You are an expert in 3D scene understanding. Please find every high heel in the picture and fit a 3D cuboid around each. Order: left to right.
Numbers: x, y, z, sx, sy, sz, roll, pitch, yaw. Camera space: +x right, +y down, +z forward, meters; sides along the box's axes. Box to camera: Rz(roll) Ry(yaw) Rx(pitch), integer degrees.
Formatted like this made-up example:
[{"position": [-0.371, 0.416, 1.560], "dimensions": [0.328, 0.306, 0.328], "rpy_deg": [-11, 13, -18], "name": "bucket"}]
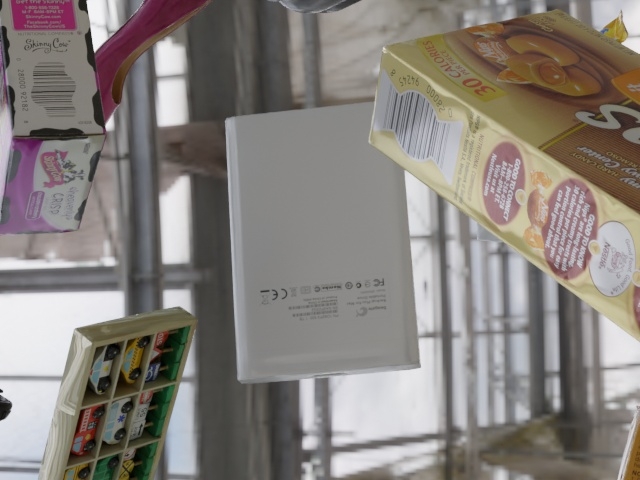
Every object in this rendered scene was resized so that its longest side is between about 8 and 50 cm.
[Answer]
[{"position": [-0.208, -0.214, 1.581], "dimensions": [0.082, 0.117, 0.244], "rpy_deg": [-78, 9, -80], "name": "high heel"}]

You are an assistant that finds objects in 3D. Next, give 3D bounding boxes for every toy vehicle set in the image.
[{"position": [-0.248, 0.212, 1.606], "dimensions": [0.166, 0.035, 0.267], "rpy_deg": [-12, -54, -48], "name": "toy vehicle set"}]

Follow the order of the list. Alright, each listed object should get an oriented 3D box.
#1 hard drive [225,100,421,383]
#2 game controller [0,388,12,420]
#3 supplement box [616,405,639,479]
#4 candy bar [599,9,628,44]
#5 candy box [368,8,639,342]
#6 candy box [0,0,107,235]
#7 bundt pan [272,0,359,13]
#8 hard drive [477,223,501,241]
[{"position": [0.000, 0.000, 1.511], "dimensions": [0.040, 0.203, 0.308], "rpy_deg": [63, -158, -73], "name": "hard drive"}, {"position": [-0.582, 0.207, 1.884], "dimensions": [0.067, 0.166, 0.319], "rpy_deg": [-63, -28, 2], "name": "game controller"}, {"position": [0.266, 0.255, 1.083], "dimensions": [0.078, 0.080, 0.233], "rpy_deg": [32, -110, -80], "name": "supplement box"}, {"position": [0.229, -0.147, 1.246], "dimensions": [0.018, 0.161, 0.040], "rpy_deg": [28, -146, -25], "name": "candy bar"}, {"position": [0.202, -0.049, 0.913], "dimensions": [0.183, 0.316, 0.088], "rpy_deg": [-18, -49, -33], "name": "candy box"}, {"position": [-0.223, -0.142, 1.035], "dimensions": [0.159, 0.071, 0.233], "rpy_deg": [124, 138, -59], "name": "candy box"}, {"position": [-0.048, -0.417, 1.637], "dimensions": [0.331, 0.124, 0.331], "rpy_deg": [38, -144, -34], "name": "bundt pan"}, {"position": [0.411, -0.054, 1.810], "dimensions": [0.233, 0.353, 0.047], "rpy_deg": [-56, -34, -55], "name": "hard drive"}]
